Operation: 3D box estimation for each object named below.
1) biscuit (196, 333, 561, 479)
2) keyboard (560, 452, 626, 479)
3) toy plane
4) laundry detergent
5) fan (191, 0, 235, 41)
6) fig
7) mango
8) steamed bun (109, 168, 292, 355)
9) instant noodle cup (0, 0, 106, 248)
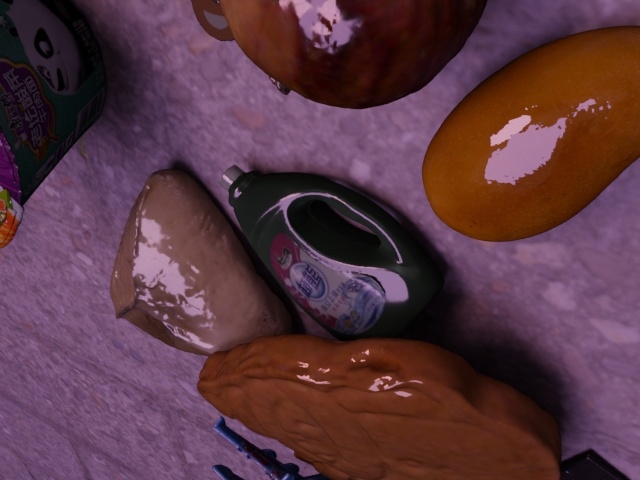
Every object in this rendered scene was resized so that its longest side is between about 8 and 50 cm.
[{"bbox_3d":[0.052,0.187,0.646,0.351,0.057,0.312,-1,141,33],"label":"biscuit"},{"bbox_3d":[0.232,0.264,0.677,0.064,0.010,0.198,37,140,4],"label":"keyboard"},{"bbox_3d":[-0.023,0.310,0.780,0.254,0.105,0.271,40,174,28],"label":"toy plane"},{"bbox_3d":[0.000,0.000,0.591,0.211,0.063,0.137,42,136,4],"label":"laundry detergent"},{"bbox_3d":[-0.067,-0.246,0.461,0.152,0.008,0.227,50,141,-9],"label":"fan"},{"bbox_3d":[-0.010,-0.150,0.408,0.231,0.143,0.160,-6,90,50],"label":"fig"},{"bbox_3d":[0.139,-0.063,0.407,0.102,0.085,0.184,49,134,-8],"label":"mango"},{"bbox_3d":[-0.162,0.057,0.734,0.212,0.110,0.231,-23,106,47],"label":"steamed bun"},{"bbox_3d":[-0.324,-0.132,0.599,0.251,0.190,0.251,9,128,12],"label":"instant noodle cup"}]
